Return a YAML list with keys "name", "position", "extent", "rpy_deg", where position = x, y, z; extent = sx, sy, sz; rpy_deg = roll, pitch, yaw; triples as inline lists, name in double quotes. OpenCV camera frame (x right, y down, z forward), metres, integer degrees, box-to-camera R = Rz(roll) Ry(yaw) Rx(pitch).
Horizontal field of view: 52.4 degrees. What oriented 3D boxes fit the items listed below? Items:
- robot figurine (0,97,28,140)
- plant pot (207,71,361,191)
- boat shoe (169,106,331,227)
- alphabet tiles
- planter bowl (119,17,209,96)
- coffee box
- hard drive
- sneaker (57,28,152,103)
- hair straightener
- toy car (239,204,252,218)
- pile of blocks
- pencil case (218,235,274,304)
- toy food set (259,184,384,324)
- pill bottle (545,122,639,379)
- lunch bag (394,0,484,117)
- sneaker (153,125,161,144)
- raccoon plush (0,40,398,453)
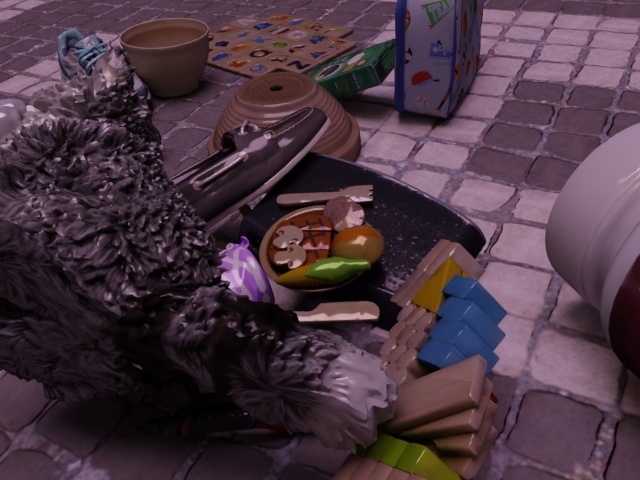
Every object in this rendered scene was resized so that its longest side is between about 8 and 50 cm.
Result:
- name: "robot figurine"
  position: [-0.484, -0.056, 0.701]
  extent: [0.353, 0.200, 0.300]
  rpy_deg: [-17, 20, -14]
- name: "plant pot"
  position: [-0.059, -0.182, 0.984]
  extent: [0.237, 0.110, 0.237]
  rpy_deg: [-4, 37, 3]
- name: "boat shoe"
  position: [-0.133, -0.077, 0.784]
  extent: [0.335, 0.096, 0.112]
  rpy_deg: [-40, 19, -12]
- name: "alphabet tiles"
  position: [-0.108, -0.418, 1.377]
  extent: [0.342, 0.011, 0.285]
  rpy_deg: [26, 48, 35]
- name: "planter bowl"
  position: [-0.282, -0.336, 1.214]
  extent: [0.162, 0.109, 0.162]
  rpy_deg: [-2, 36, 2]
- name: "coffee box"
  position: [0.037, -0.276, 1.095]
  extent: [0.184, 0.040, 0.113]
  rpy_deg: [-9, 31, 35]
- name: "hard drive"
  position: [0.043, -0.010, 0.750]
  extent: [0.254, 0.054, 0.172]
  rpy_deg: [27, 60, 26]
- name: "sneaker"
  position: [-0.414, -0.311, 1.193]
  extent: [0.110, 0.122, 0.283]
  rpy_deg: [-33, 45, -30]
- name: "hair straightener"
  position: [-0.066, 0.146, 0.621]
  extent: [0.230, 0.047, 0.089]
  rpy_deg: [-11, 37, 2]
- name: "toy car"
  position: [-0.044, -0.042, 0.855]
  extent: [0.122, 0.041, 0.060]
  rpy_deg: [11, 60, 20]
- name: "pile of blocks"
  position: [0.109, 0.139, 0.525]
  extent: [0.149, 0.112, 0.362]
  rpy_deg: [-33, 20, 43]
- name: "pencil case"
  position: [-0.147, 0.073, 0.681]
  extent: [0.206, 0.088, 0.086]
  rpy_deg: [-28, 22, -23]
- name: "toy food set"
  position: [0.000, 0.000, 0.677]
  extent: [0.132, 0.039, 0.192]
  rpy_deg: [-5, 46, 6]
- name: "pill bottle"
  position: [0.368, 0.070, 0.497]
  extent: [0.224, 0.224, 0.392]
  rpy_deg: [-17, 38, -13]
- name: "lunch bag"
  position: [0.198, -0.359, 1.063]
  extent: [0.114, 0.243, 0.303]
  rpy_deg: [8, 41, 18]
- name: "sneaker"
  position: [-0.367, -0.171, 1.039]
  extent: [0.228, 0.086, 0.132]
  rpy_deg: [-10, 35, -3]
- name: "raccoon plush"
  position: [-0.127, -0.001, 0.600]
  extent: [0.446, 0.216, 0.299]
  rpy_deg: [26, 43, 2]
